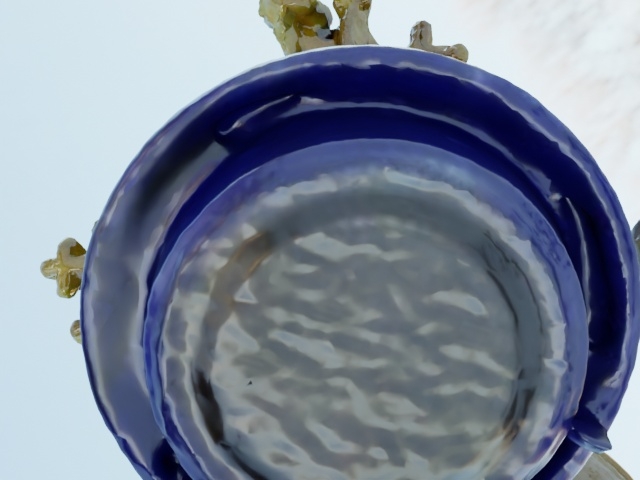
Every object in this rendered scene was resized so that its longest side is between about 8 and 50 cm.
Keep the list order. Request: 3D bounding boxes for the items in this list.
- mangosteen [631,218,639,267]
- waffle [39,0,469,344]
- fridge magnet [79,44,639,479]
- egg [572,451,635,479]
[{"bbox_3d":[0.339,0.072,1.440,0.257,0.215,0.215,50,-158,16],"label":"mangosteen"},{"bbox_3d":[0.000,0.000,1.120,0.260,0.293,0.069,38,173,20],"label":"waffle"},{"bbox_3d":[0.020,0.040,0.873,0.265,0.265,0.113,45,-169,-14],"label":"fridge magnet"},{"bbox_3d":[0.180,0.309,1.711,0.282,0.282,0.351,40,-177,-24],"label":"egg"}]
